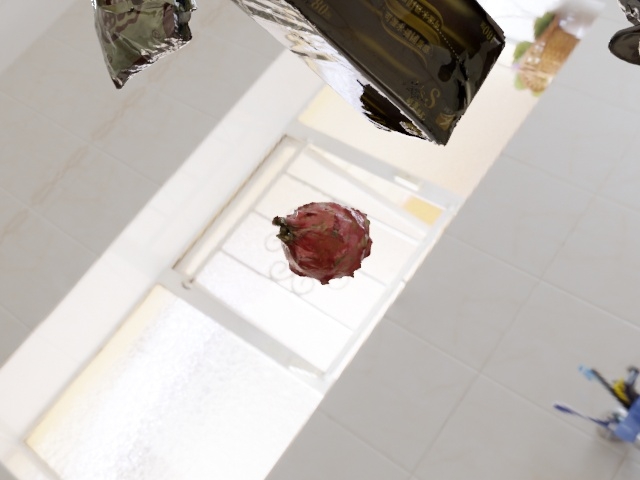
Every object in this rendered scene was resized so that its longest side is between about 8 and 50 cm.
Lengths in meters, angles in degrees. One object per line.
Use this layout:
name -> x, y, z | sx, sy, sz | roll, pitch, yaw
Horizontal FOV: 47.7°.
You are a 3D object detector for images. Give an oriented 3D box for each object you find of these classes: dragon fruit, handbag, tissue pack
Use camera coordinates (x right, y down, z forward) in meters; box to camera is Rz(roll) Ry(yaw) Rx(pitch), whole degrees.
dragon fruit -> 0.000, 0.000, 1.706 | 0.268, 0.205, 0.210 | 17, -117, -43
handbag -> -0.296, -0.382, 1.177 | 0.127, 0.235, 0.213 | -4, -96, -43
tissue pack -> 0.066, -0.323, 1.028 | 0.370, 0.198, 0.210 | 32, -90, -38

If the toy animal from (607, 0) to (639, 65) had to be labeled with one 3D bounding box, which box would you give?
toy animal -> 0.497, -0.308, 0.959 | 0.194, 0.302, 0.344 | -53, 21, 33
